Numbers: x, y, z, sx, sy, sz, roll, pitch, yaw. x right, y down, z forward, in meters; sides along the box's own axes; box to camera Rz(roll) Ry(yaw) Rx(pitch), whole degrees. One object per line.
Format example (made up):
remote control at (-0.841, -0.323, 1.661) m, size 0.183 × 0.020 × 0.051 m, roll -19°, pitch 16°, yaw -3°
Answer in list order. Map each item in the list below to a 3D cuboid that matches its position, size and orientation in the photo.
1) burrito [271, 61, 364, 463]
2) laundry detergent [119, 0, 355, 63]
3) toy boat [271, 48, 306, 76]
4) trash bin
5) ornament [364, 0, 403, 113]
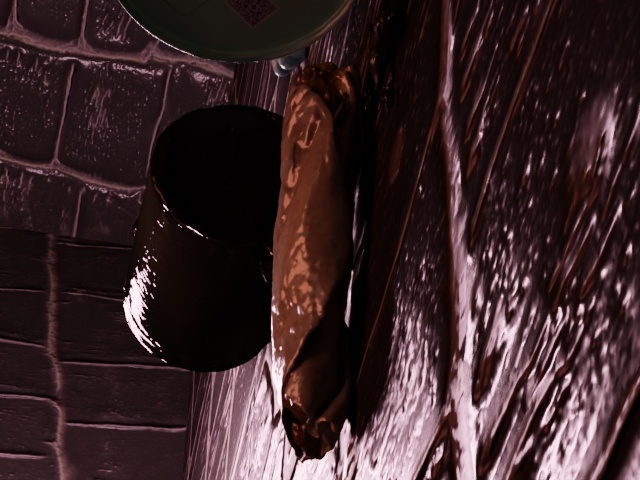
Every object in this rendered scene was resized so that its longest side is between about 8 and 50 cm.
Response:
burrito at (0.000, 0.000, 1.183) m, size 0.117 × 0.076 × 0.392 m, roll 126°, pitch 150°, yaw -60°
laundry detergent at (-0.091, -0.403, 1.480) m, size 0.305 × 0.287 × 0.287 m, roll -90°, pitch 11°, yaw -46°
toy boat at (-0.051, -0.345, 1.914) m, size 0.134 × 0.078 × 0.208 m, roll -174°, pitch 91°, yaw -85°
trash bin at (-0.120, -0.001, 1.554) m, size 0.252 × 0.203 × 0.301 m, roll 52°, pitch 151°, yaw 19°
ornament at (0.054, -0.165, 1.134) m, size 0.073 × 0.028 × 0.125 m, roll 108°, pitch 170°, yaw -52°
